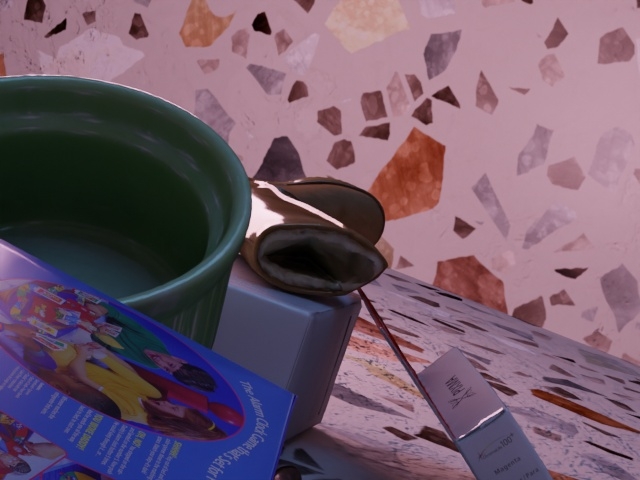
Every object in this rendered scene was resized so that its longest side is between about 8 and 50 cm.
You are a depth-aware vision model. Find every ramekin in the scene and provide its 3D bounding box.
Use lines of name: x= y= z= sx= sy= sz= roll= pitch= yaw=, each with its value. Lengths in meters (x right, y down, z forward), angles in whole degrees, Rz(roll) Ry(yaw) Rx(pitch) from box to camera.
ramekin: x=-0.211 y=0.013 z=1.293 sx=0.303 sy=0.148 sz=0.303 roll=6 pitch=38 yaw=-4

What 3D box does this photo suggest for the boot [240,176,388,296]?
boot: x=0.000 y=0.000 z=1.615 sx=0.236 sy=0.089 sz=0.269 roll=3 pitch=10 yaw=-22

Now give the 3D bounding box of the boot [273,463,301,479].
boot: x=0.005 y=0.208 z=1.223 sx=0.114 sy=0.037 sz=0.106 roll=17 pitch=18 yaw=18

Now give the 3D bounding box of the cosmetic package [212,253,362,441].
cosmetic package: x=-0.105 y=0.086 z=1.531 sx=0.224 sy=0.138 sz=0.224 roll=20 pitch=4 yaw=12

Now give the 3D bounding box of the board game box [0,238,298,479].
board game box: x=-0.147 y=0.122 z=0.955 sx=0.233 sy=0.078 sz=0.347 roll=28 pitch=14 yaw=-2

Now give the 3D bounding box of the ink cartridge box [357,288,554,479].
ink cartridge box: x=0.125 y=0.140 z=1.495 sx=0.239 sy=0.060 sz=0.275 roll=58 pitch=0 yaw=-9
